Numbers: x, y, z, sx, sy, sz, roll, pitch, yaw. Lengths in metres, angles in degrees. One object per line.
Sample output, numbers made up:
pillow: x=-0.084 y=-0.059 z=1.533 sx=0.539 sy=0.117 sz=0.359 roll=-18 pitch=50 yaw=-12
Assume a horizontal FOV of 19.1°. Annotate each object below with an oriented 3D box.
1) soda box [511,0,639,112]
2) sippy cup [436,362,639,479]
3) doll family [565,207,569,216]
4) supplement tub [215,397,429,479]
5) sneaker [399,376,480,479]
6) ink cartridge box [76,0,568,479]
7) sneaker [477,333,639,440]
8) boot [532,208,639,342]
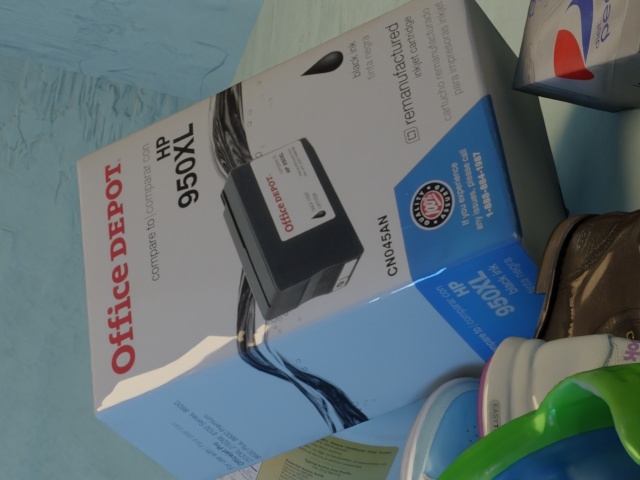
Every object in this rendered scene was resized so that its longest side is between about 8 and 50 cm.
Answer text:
soda box: x=0.240 y=-0.160 z=1.453 sx=0.286 sy=0.098 sz=0.091 roll=178 pitch=104 yaw=-77
sippy cup: x=0.181 y=0.239 z=1.051 sx=0.240 sy=0.305 sz=0.224 roll=-39 pitch=31 yaw=4
doll family: x=0.145 y=0.004 z=1.694 sx=0.193 sy=0.076 sz=0.111 roll=-40 pitch=42 yaw=7
supplement tub: x=0.013 y=0.170 z=1.847 sx=0.228 sy=0.228 sz=0.316 roll=-94 pitch=21 yaw=-54
sneaker: x=0.144 y=0.237 z=1.430 sx=0.208 sy=0.127 sz=0.319 roll=124 pitch=147 yaw=-65
ink cartridge box: x=0.000 y=0.000 z=1.618 sx=0.395 sy=0.166 sz=0.285 roll=-24 pitch=51 yaw=19
sneaker: x=0.191 y=0.209 z=1.233 sx=0.114 sy=0.152 sz=0.305 roll=-12 pitch=-87 yaw=-68
boot: x=0.226 y=0.071 z=1.314 sx=0.229 sy=0.091 sz=0.263 roll=160 pitch=115 yaw=-67
